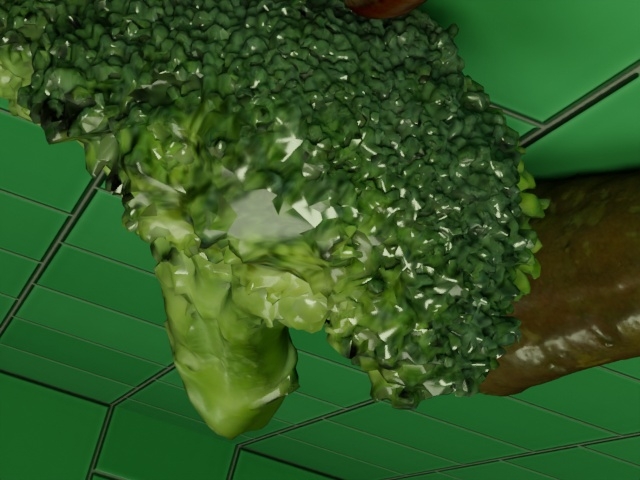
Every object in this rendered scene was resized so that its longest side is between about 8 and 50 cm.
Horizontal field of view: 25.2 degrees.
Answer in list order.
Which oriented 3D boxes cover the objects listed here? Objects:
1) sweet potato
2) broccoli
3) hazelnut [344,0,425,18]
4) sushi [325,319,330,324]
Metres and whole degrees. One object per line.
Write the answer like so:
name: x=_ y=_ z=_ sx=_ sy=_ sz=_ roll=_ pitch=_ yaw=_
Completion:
sweet potato: x=0.203 y=0.022 z=1.054 sx=0.158 sy=0.158 sz=0.370 roll=27 pitch=148 yaw=-33
broccoli: x=-0.015 y=0.010 z=0.899 sx=0.353 sy=0.275 sz=0.397 roll=38 pitch=148 yaw=51
hazelnut: x=0.041 y=-0.157 z=0.764 sx=0.086 sy=0.086 sz=0.086 roll=14 pitch=162 yaw=5
sushi: x=0.000 y=0.000 z=1.171 sx=0.126 sy=0.136 sz=0.225 roll=19 pitch=169 yaw=19
